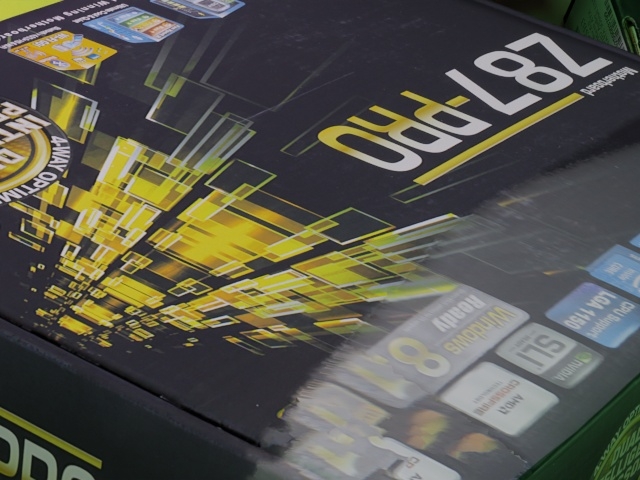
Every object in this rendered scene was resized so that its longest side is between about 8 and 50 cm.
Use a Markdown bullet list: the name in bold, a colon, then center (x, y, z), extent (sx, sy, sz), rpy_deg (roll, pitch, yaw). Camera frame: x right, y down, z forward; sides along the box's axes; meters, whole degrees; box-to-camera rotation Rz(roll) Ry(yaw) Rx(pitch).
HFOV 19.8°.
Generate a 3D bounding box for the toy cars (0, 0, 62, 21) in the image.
- **toy cars**: center (-0.223, -0.098, 0.855), extent (0.176, 0.087, 0.394), rpy_deg (36, 59, 12)

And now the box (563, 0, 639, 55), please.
- **box**: center (0.300, -0.024, 0.921), extent (0.295, 0.073, 0.293), rpy_deg (-4, 60, -14)

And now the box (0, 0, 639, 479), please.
- **box**: center (0.000, 0.000, 0.703), extent (0.318, 0.097, 0.395), rpy_deg (26, 31, 25)
